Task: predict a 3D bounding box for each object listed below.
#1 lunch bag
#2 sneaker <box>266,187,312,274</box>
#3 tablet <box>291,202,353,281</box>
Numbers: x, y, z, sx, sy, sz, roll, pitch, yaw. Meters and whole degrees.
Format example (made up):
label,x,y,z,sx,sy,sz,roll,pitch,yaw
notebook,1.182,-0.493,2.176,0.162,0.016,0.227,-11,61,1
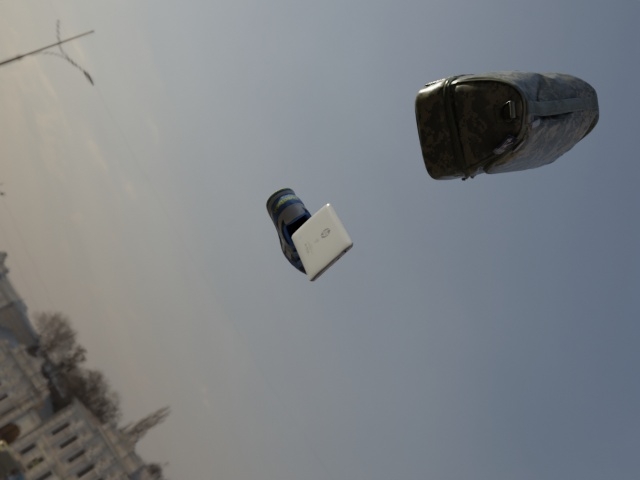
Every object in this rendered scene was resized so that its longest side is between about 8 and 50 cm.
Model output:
label,x,y,z,sx,sy,sz,roll,pitch,yaw
lunch bag,0.374,-0.241,1.312,0.256,0.305,0.212,-8,-86,51
sneaker,-0.023,0.001,0.840,0.059,0.053,0.144,45,-13,48
tablet,0.000,0.000,0.638,0.006,0.054,0.083,41,13,-33
